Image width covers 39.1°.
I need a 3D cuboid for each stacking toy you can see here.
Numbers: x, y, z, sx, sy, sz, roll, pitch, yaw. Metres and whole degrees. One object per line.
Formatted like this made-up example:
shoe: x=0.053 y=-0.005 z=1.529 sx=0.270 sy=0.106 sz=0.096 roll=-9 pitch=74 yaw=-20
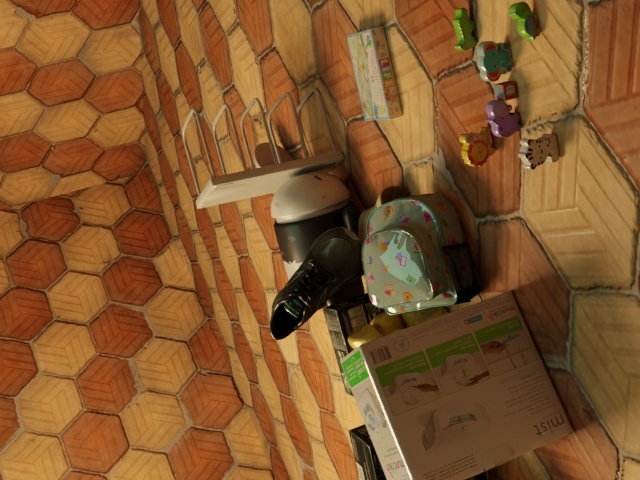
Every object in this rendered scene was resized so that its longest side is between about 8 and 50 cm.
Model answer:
stacking toy: x=0.233 y=-0.201 z=1.197 sx=0.167 sy=0.052 sz=0.221 roll=-159 pitch=55 yaw=-66

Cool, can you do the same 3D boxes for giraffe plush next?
giraffe plush: x=0.168 y=0.222 z=1.583 sx=0.210 sy=0.182 sz=0.170 roll=-113 pitch=-2 yaw=-75

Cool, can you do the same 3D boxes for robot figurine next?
robot figurine: x=0.003 y=-0.001 z=1.829 sx=0.173 sy=0.209 sz=0.278 roll=-57 pitch=-47 yaw=-75

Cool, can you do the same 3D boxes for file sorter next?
file sorter: x=-0.126 y=-0.194 z=1.864 sx=0.193 sy=0.278 sz=0.173 roll=147 pitch=109 yaw=-70

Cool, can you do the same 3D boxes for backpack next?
backpack: x=0.151 y=0.019 z=1.455 sx=0.166 sy=0.144 sz=0.188 roll=-14 pitch=82 yaw=44

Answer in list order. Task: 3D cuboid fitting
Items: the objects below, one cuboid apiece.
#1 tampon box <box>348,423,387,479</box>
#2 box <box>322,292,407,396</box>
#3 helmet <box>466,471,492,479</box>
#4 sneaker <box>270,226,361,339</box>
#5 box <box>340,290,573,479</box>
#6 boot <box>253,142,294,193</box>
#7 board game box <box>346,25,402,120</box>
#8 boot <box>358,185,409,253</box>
tampon box: x=0.156 y=0.412 z=1.766 sx=0.101 sy=0.161 sz=0.120 roll=-161 pitch=57 yaw=-67
box: x=0.104 y=0.195 z=1.746 sx=0.077 sy=0.148 sz=0.180 roll=-2 pitch=105 yaw=70
helmet: x=0.224 y=0.400 z=1.587 sx=0.169 sy=0.170 sz=0.161 roll=179 pitch=88 yaw=-70
sneaker: x=-0.012 y=0.090 z=1.704 sx=0.101 sy=0.106 sz=0.267 roll=34 pitch=119 yaw=-1
box: x=0.200 y=0.230 z=1.339 sx=0.231 sy=0.262 sz=0.127 roll=68 pitch=161 yaw=12
boot: x=-0.087 y=-0.105 z=2.091 sx=0.258 sy=0.095 sz=0.123 roll=58 pitch=149 yaw=35
board game box: x=0.092 y=-0.284 z=1.552 sx=0.103 sy=0.026 sz=0.154 roll=-164 pitch=59 yaw=-68
boot: x=0.132 y=0.024 z=1.633 sx=0.165 sy=0.077 sz=0.213 roll=138 pitch=119 yaw=-68
